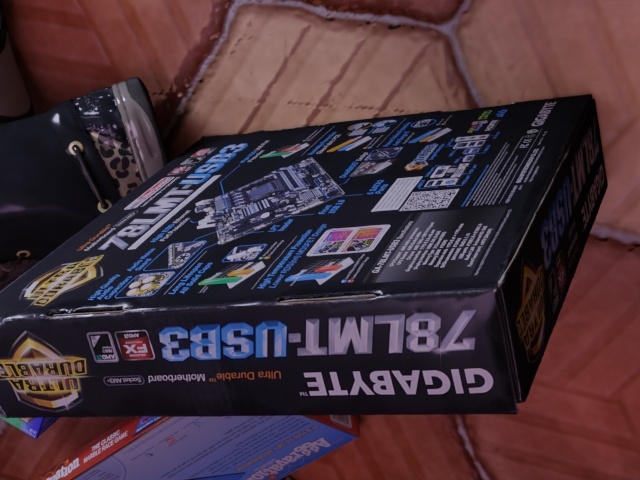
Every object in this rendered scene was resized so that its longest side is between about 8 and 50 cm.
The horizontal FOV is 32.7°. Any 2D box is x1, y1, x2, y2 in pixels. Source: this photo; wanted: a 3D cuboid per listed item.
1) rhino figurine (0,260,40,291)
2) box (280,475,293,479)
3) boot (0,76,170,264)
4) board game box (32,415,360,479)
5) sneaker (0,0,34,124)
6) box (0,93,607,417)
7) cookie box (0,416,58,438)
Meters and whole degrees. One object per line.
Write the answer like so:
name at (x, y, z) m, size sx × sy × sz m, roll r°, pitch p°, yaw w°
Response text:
rhino figurine at (-0.255, 0.002, 0.876) m, size 0.243 × 0.073 × 0.106 m, roll 52°, pitch 151°, yaw -10°
box at (0.013, 0.278, 0.923) m, size 0.169 × 0.059 × 0.054 m, roll 37°, pitch 121°, yaw 1°
boot at (-0.189, 0.010, 0.804) m, size 0.179 × 0.085 × 0.236 m, roll -12°, pitch 108°, yaw -10°
board game box at (-0.117, 0.187, 0.904) m, size 0.145 × 0.027 × 0.281 m, roll 29°, pitch 131°, yaw -35°
sneaker at (-0.273, -0.195, 0.773) m, size 0.108 × 0.100 × 0.271 m, roll -15°, pitch 109°, yaw 22°
box at (0.000, 0.000, 0.642) m, size 0.293 × 0.295 × 0.073 m, roll -6°, pitch 111°, yaw 24°
cookie box at (-0.266, 0.108, 0.960) m, size 0.092 × 0.040 × 0.107 m, roll 29°, pitch 122°, yaw 7°
